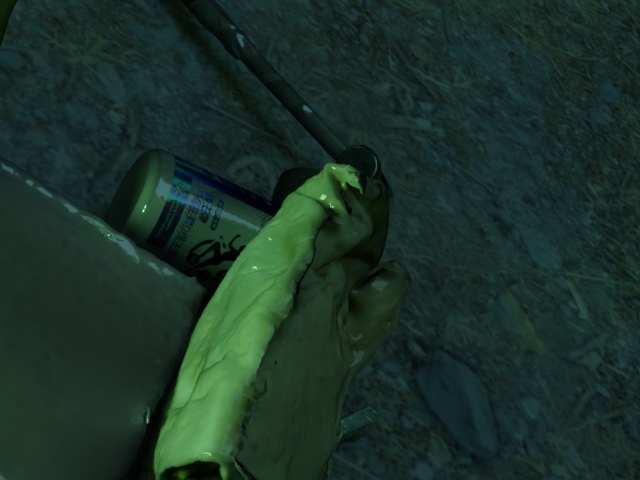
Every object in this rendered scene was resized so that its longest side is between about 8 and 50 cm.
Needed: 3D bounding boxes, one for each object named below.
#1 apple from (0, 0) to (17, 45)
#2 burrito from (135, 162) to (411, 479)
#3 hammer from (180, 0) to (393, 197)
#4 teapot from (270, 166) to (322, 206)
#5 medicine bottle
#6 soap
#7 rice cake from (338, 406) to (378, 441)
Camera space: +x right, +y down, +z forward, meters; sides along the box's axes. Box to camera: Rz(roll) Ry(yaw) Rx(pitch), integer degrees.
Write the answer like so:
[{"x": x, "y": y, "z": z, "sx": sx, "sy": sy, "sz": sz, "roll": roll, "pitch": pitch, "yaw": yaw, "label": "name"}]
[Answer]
[{"x": -0.399, "y": -0.228, "z": 1.164, "sx": 0.357, "sy": 0.357, "sz": 0.357, "roll": 25, "pitch": 41, "yaw": -23, "label": "apple"}, {"x": -0.033, "y": 0.091, "z": 1.268, "sx": 0.190, "sy": 0.135, "sz": 0.332, "roll": 62, "pitch": 40, "yaw": -41, "label": "burrito"}, {"x": -0.071, "y": -0.192, "z": 1.630, "sx": 0.427, "sy": 0.044, "sz": 0.152, "roll": 48, "pitch": 1, "yaw": 14, "label": "hammer"}, {"x": 0.002, "y": -0.004, "z": 1.519, "sx": 0.124, "sy": 0.092, "sz": 0.091, "roll": 27, "pitch": 63, "yaw": -6, "label": "teapot"}, {"x": -0.090, "y": 0.001, "z": 1.411, "sx": 0.191, "sy": 0.107, "sz": 0.107, "roll": 26, "pitch": 40, "yaw": -21, "label": "medicine bottle"}, {"x": -0.257, "y": 0.074, "z": 1.189, "sx": 0.285, "sy": 0.107, "sz": 0.296, "roll": 36, "pitch": 37, "yaw": -11, "label": "soap"}, {"x": 0.010, "y": 0.176, "z": 1.402, "sx": 0.121, "sy": 0.022, "sz": 0.021, "roll": -19, "pitch": 69, "yaw": -50, "label": "rice cake"}]
